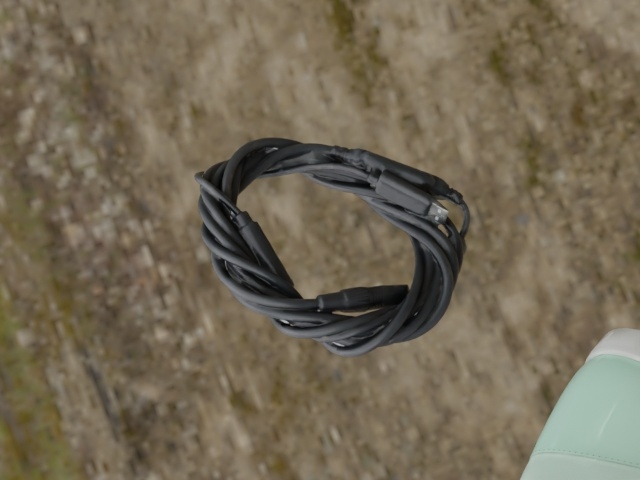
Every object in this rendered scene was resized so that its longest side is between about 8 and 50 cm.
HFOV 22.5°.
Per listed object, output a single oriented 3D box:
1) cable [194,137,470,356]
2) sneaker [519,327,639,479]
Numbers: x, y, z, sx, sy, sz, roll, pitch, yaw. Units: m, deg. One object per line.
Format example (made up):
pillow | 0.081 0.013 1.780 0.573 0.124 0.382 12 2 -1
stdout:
cable | 0.000 0.000 1.040 0.184 0.151 0.047 21 147 5
sneaker | 0.193 0.170 0.710 0.256 0.151 0.094 35 156 11
